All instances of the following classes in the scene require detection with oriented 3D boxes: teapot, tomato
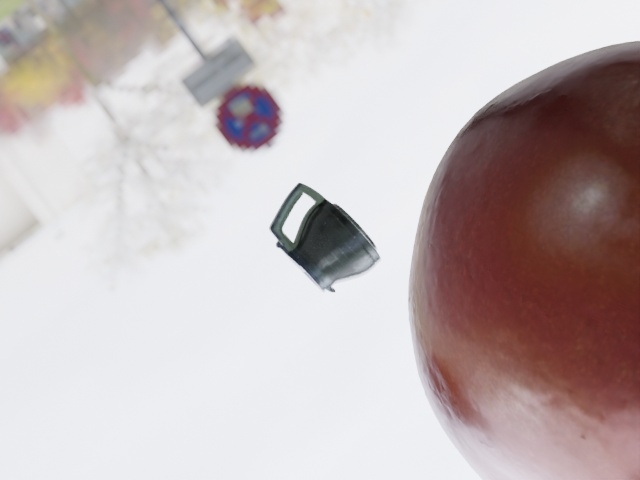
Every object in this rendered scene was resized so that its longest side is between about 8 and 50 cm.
[{"bbox_3d":[0.000,0.000,1.513,0.057,0.088,0.066,-43,-173,-5],"label":"teapot"},{"bbox_3d":[0.110,0.030,0.590,0.136,0.195,0.195,-53,-167,-12],"label":"tomato"}]
